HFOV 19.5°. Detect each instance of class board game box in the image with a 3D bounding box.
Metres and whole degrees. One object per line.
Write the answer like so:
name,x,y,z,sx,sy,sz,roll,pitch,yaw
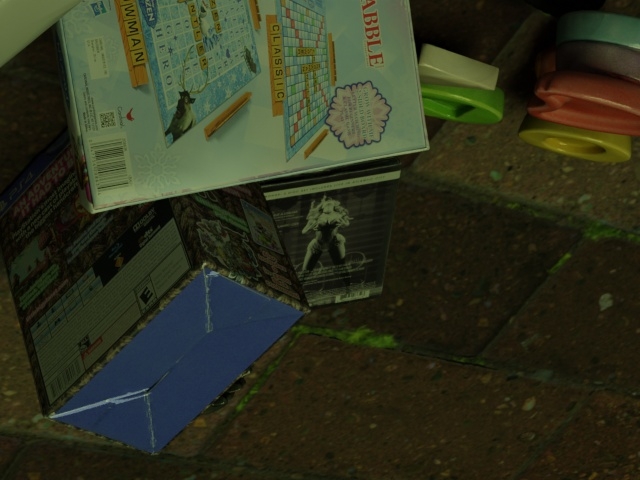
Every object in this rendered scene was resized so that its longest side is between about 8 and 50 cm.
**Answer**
board game box,-0.079,-0.209,1.647,0.318,0.066,0.318,-10,101,-15
board game box,-0.172,0.016,1.805,0.141,0.291,0.232,26,120,-41

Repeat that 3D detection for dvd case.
dvd case,0.000,0.000,2.087,0.164,0.018,0.221,-10,139,-15

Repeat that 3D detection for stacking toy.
stacking toy,0.216,-0.185,1.864,0.279,0.130,0.309,14,174,-6

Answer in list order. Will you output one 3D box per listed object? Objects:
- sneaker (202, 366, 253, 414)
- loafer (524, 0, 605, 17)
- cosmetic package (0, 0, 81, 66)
sneaker,-0.140,0.092,1.947,0.135,0.276,0.097,-18,123,17
loafer,0.208,-0.281,1.830,0.220,0.080,0.078,12,129,-35
cosmetic package,-0.401,-0.171,1.536,0.365,0.197,0.155,-38,176,16
